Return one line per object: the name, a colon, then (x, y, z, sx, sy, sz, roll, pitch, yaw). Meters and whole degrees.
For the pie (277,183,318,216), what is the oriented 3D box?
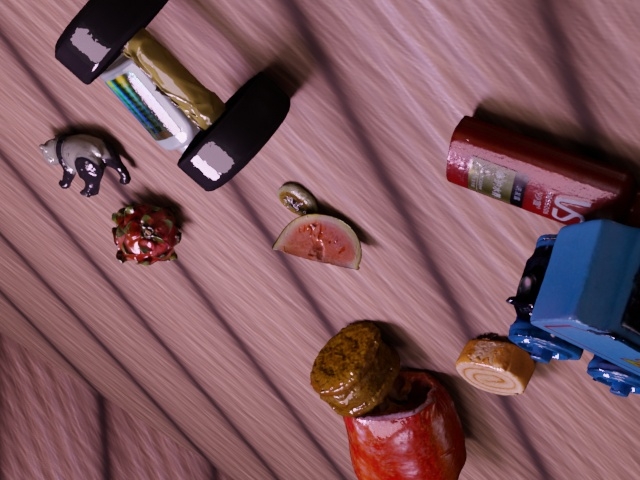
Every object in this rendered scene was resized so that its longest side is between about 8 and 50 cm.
pie: (-0.043, -0.070, 1.628, 0.084, 0.021, 0.084, 25, 148, 17)

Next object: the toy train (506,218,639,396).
toy train: (0.411, 0.098, 1.192, 0.300, 0.188, 0.265, 25, 167, -15)

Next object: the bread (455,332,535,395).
bread: (0.329, 0.233, 1.657, 0.149, 0.073, 0.122, 4, 144, 44)

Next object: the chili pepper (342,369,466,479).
chili pepper: (0.175, 0.407, 1.929, 0.251, 0.229, 0.305, 2, 129, 25)

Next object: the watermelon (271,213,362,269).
watermelon: (0.001, -0.007, 1.629, 0.163, 0.087, 0.069, 15, -175, -2)

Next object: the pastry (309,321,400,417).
pastry: (0.072, 0.264, 1.835, 0.103, 0.189, 0.188, 45, 148, -26)

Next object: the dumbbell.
dumbbell: (-0.224, -0.249, 1.371, 0.322, 0.204, 0.203, 42, 149, -15)

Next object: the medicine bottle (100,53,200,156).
medicine bottle: (-0.272, -0.229, 1.562, 0.121, 0.083, 0.229, -9, 128, 47)

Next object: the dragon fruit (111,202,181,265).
dragon fruit: (-0.393, -0.013, 1.939, 0.135, 0.137, 0.235, 10, 172, -42)

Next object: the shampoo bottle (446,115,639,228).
shampoo bottle: (0.324, -0.075, 1.211, 0.314, 0.076, 0.118, 23, 145, 18)

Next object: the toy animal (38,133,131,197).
toy animal: (-0.505, -0.168, 1.870, 0.225, 0.094, 0.121, 16, 137, 44)
